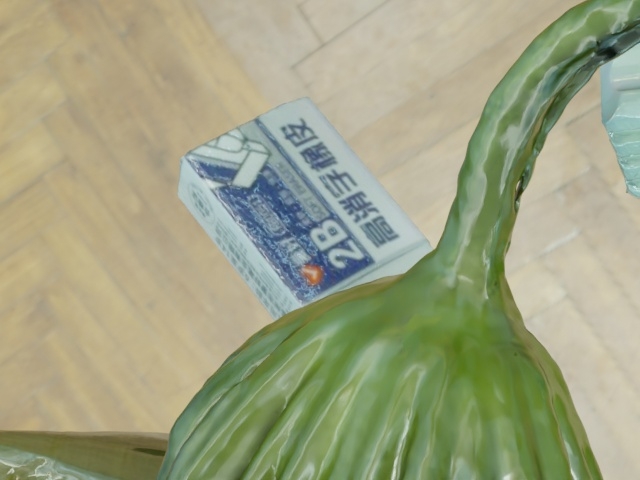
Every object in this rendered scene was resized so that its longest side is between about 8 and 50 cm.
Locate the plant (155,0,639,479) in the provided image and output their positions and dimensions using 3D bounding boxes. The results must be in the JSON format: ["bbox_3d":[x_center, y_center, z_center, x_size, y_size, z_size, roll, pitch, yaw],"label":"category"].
[{"bbox_3d":[0.075,0.032,0.718,0.251,0.180,0.333,26,95,36],"label":"plant"}]

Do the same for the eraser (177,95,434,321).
[{"bbox_3d":[0.000,0.000,1.325,0.210,0.124,0.068,51,151,22],"label":"eraser"}]

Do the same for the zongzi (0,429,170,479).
[{"bbox_3d":[-0.049,0.183,1.313,0.418,0.447,0.181,32,114,9],"label":"zongzi"}]

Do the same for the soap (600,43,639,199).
[{"bbox_3d":[0.463,-0.142,1.749,0.347,0.208,0.115,-5,66,18],"label":"soap"}]
